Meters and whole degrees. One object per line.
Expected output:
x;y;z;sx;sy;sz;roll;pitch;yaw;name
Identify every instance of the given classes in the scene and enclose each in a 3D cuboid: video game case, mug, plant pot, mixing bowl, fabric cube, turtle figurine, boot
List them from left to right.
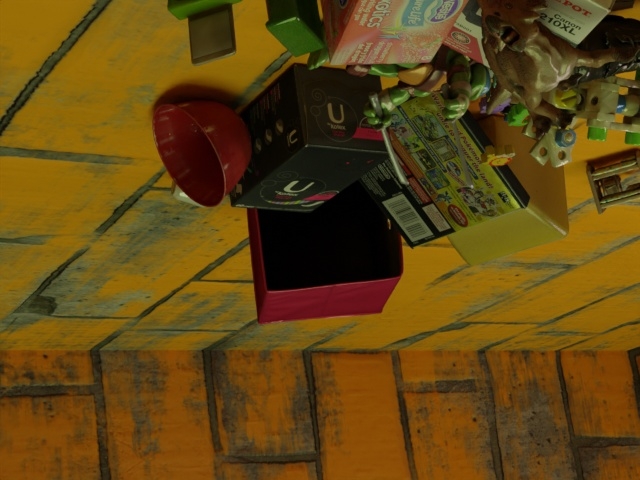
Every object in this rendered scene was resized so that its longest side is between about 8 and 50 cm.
-0.241;-0.092;2.313;0.064;0.062;0.078;8;151;-21;mug
-0.174;-0.155;2.006;0.098;0.181;0.181;-34;177;-30;mixing bowl
0.000;0.000;2.376;0.259;0.254;0.258;-6;162;-7;fabric cube
0.116;-0.203;1.813;0.266;0.198;0.274;21;108;-24;turtle figurine
0.180;-0.127;2.140;0.248;0.035;0.275;-21;117;38;video game case
0.305;-0.107;2.279;0.212;0.212;0.187;-19;146;33;plant pot
0.477;-0.268;1.746;0.229;0.091;0.263;9;-155;29;boot

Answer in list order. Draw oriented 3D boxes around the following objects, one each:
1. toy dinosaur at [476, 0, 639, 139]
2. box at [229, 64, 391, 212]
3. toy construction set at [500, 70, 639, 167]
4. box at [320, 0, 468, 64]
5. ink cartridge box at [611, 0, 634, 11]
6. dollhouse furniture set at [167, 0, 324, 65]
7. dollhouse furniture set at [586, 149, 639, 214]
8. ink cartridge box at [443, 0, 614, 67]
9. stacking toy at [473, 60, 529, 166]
0.245;-0.238;1.543;0.200;0.127;0.296;39;172;-9;toy dinosaur
-0.027;-0.158;2.046;0.165;0.143;0.270;2;160;-30;box
0.413;-0.212;2.002;0.215;0.151;0.328;3;173;-24;toy construction set
0.097;-0.340;1.502;0.142;0.154;0.300;-3;161;-13;box
0.425;-0.352;1.806;0.048;0.028;0.083;-8;163;5;ink cartridge box
-0.146;-0.320;1.465;0.198;0.151;0.301;-13;162;18;dollhouse furniture set
0.646;-0.136;2.540;0.182;0.101;0.161;-16;-175;23;dollhouse furniture set
0.264;-0.316;1.626;0.172;0.100;0.237;26;157;-5;ink cartridge box
0.279;-0.228;1.909;0.052;0.167;0.221;-5;162;-9;stacking toy
